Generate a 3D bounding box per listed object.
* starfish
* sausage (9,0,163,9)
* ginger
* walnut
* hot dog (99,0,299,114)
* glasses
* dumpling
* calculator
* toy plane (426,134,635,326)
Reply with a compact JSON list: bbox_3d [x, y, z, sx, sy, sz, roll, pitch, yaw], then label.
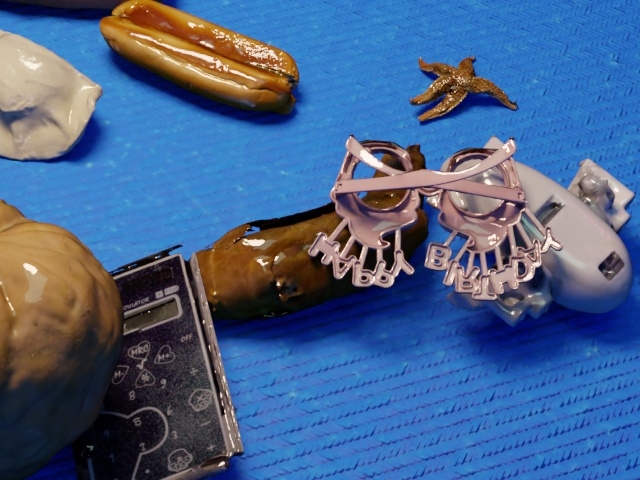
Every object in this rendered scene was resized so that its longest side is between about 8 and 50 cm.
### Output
[{"bbox_3d":[0.175,-0.187,1.886,0.130,0.041,0.133,14,50,5],"label":"starfish"},{"bbox_3d":[-0.384,-0.334,1.929,0.418,0.094,0.094,5,79,-1],"label":"sausage"},{"bbox_3d":[0.003,0.006,1.670,0.309,0.107,0.133,-21,30,-20],"label":"ginger"},{"bbox_3d":[-0.335,0.093,1.457,0.296,0.285,0.285,10,48,-14],"label":"walnut"},{"bbox_3d":[-0.143,-0.211,1.860,0.249,0.068,0.100,22,41,10],"label":"hot dog"},{"bbox_3d":[0.117,-0.024,1.586,0.255,0.095,0.162,3,82,3],"label":"glasses"},{"bbox_3d":[-0.342,-0.159,1.793,0.169,0.100,0.134,32,88,-6],"label":"dumpling"},{"bbox_3d":[-0.174,0.134,1.553,0.165,0.028,0.274,-22,52,6],"label":"calculator"},{"bbox_3d":[0.225,-0.009,1.690,0.244,0.117,0.245,4,59,-7],"label":"toy plane"}]
